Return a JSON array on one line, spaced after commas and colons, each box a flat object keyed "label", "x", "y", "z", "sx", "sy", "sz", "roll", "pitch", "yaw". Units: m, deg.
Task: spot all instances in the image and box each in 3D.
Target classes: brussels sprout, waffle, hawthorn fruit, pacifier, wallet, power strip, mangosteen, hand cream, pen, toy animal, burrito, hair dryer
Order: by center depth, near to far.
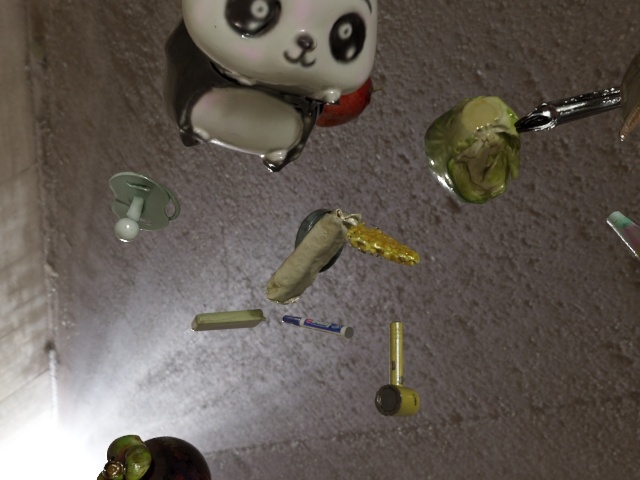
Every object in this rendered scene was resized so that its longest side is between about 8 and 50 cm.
[{"label": "toy animal", "x": -0.065, "y": -0.259, "z": 0.773, "sx": 0.251, "sy": 0.251, "sz": 0.310, "roll": 49, "pitch": 136, "yaw": 6}, {"label": "pacifier", "x": -0.310, "y": -0.046, "z": 1.068, "sx": 0.126, "sy": 0.117, "sz": 0.150, "roll": 17, "pitch": 141, "yaw": -10}, {"label": "burrito", "x": -0.017, "y": 0.031, "z": 1.216, "sx": 0.275, "sy": 0.082, "sz": 0.059, "roll": -52, "pitch": 43, "yaw": 35}, {"label": "pen", "x": -0.010, "y": 0.181, "z": 1.331, "sx": 0.204, "sy": 0.025, "sz": 0.025, "roll": 5, "pitch": 125, "yaw": 46}, {"label": "power strip", "x": -0.202, "y": 0.178, "z": 1.397, "sx": 0.076, "sy": 0.168, "sz": 0.028, "roll": 131, "pitch": 133, "yaw": -58}, {"label": "mangosteen", "x": -0.423, "y": 0.647, "z": 1.602, "sx": 0.311, "sy": 0.311, "sz": 0.311, "roll": 34, "pitch": 144, "yaw": 29}, {"label": "hawthorn fruit", "x": 0.049, "y": -0.395, "z": 1.680, "sx": 0.189, "sy": 0.251, "sz": 0.190, "roll": 179, "pitch": 90, "yaw": -75}, {"label": "wallet", "x": 0.679, "y": -0.356, "z": 1.700, "sx": 0.262, "sy": 0.220, "sz": 0.072, "roll": -172, "pitch": 65, "yaw": -85}, {"label": "hand cream", "x": 0.889, "y": -0.016, "z": 1.770, "sx": 0.047, "sy": 0.076, "sz": 0.174, "roll": 54, "pitch": -172, "yaw": -42}, {"label": "waffle", "x": 0.157, "y": 0.005, "z": 1.795, "sx": 0.262, "sy": 0.060, "sz": 0.280, "roll": 24, "pitch": -170, "yaw": -7}, {"label": "hair dryer", "x": 0.235, "y": 0.385, "z": 1.870, "sx": 0.090, "sy": 0.135, "sz": 0.279, "roll": -10, "pitch": 70, "yaw": 35}, {"label": "brussels sprout", "x": 0.493, "y": -0.311, "z": 2.049, "sx": 0.371, "sy": 0.275, "sz": 0.315, "roll": 86, "pitch": 170, "yaw": -51}]

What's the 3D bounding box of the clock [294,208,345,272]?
[{"label": "clock", "x": 0.000, "y": 0.000, "z": 2.042, "sx": 0.042, "sy": 0.215, "sz": 0.215, "roll": 21, "pitch": 137, "yaw": 38}]

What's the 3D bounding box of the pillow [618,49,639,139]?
[{"label": "pillow", "x": 0.717, "y": -0.337, "z": 1.427, "sx": 0.034, "sy": 0.211, "sz": 0.135, "roll": 13, "pitch": 142, "yaw": 9}]
